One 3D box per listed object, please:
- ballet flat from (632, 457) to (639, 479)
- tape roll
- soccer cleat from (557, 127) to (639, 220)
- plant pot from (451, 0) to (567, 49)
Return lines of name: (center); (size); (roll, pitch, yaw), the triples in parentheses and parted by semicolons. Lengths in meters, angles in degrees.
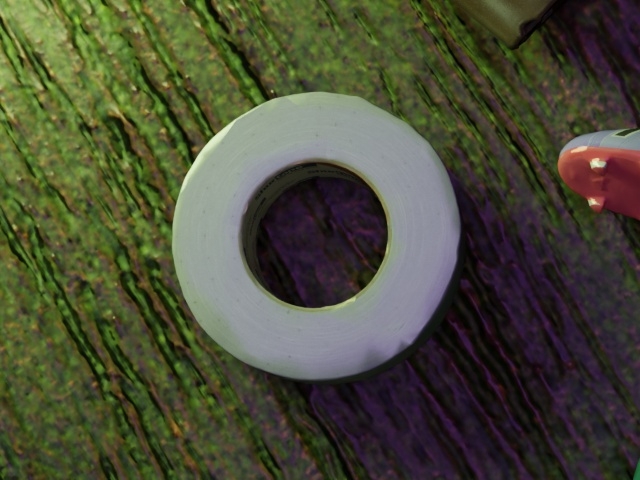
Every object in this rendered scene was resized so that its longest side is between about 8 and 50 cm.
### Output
ballet flat: (0.279, 0.131, 1.161); (0.073, 0.080, 0.232); (12, 86, -6)
tape roll: (0.000, 0.000, 1.214); (0.219, 0.072, 0.219); (-1, 83, 8)
soccer cleat: (0.304, -0.060, 1.188); (0.248, 0.083, 0.095); (5, 54, 13)
plant pot: (0.129, -0.241, 1.190); (0.167, 0.167, 0.165); (-45, 87, 0)
